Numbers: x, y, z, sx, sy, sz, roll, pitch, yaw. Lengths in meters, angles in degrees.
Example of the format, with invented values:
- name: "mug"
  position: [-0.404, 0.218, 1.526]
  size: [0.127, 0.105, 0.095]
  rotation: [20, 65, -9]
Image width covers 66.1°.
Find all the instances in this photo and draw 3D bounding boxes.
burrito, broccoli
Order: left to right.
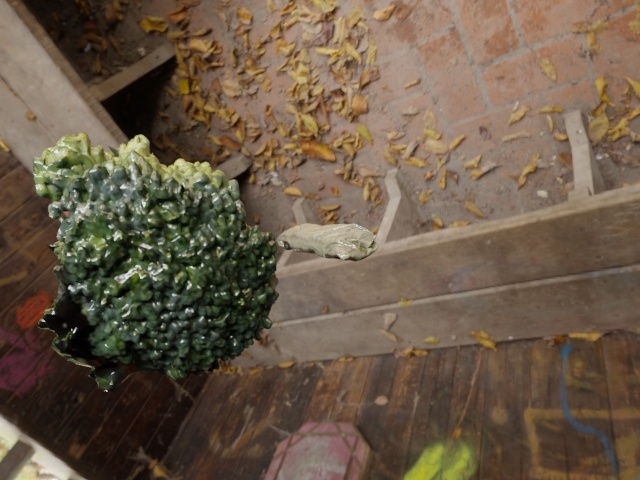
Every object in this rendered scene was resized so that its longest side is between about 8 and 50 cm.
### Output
- name: "broccoli"
  position: [-0.187, 0.017, 0.518]
  size: [0.263, 0.243, 0.247]
  rotation: [33, 93, -29]
- name: "burrito"
  position: [0.000, 0.000, 0.913]
  size: [0.275, 0.082, 0.059]
  rotation: [7, 112, 61]
